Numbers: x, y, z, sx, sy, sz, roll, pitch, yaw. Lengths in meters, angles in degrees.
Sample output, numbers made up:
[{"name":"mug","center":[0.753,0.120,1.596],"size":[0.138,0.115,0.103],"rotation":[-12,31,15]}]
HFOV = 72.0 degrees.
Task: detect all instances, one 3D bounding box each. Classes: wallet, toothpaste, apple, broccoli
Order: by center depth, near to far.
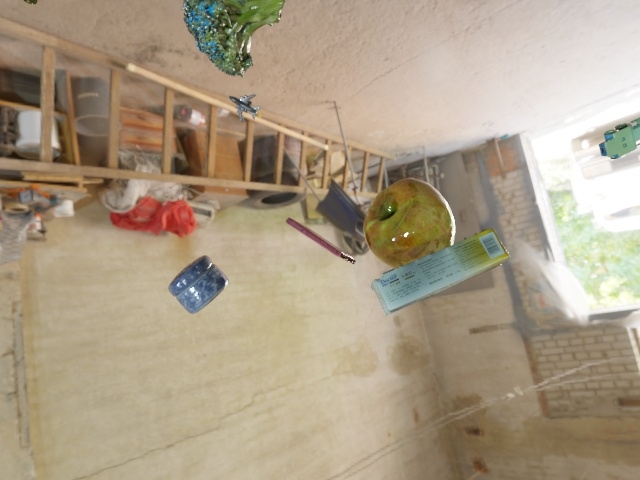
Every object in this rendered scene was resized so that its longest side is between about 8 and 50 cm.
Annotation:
[{"name":"broccoli","center":[-0.135,-0.356,0.694],"size":[0.160,0.167,0.154],"rotation":[-7,172,-7]},{"name":"toothpaste","center":[0.273,0.071,1.012],"size":[0.312,0.089,0.071],"rotation":[-22,164,-8]},{"name":"apple","center":[0.249,-0.035,1.218],"size":[0.226,0.246,0.246],"rotation":[33,145,-32]},{"name":"wallet","center":[0.000,0.000,1.382],"size":[0.232,0.025,0.119],"rotation":[33,-179,29]}]

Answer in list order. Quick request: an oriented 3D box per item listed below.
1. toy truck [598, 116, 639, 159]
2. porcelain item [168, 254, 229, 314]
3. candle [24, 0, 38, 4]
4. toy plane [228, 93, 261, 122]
[{"name":"toy truck","center":[0.661,-0.220,0.889],"size":[0.175,0.067,0.081],"rotation":[-26,-163,0]},{"name":"porcelain item","center":[-0.348,0.121,1.249],"size":[0.147,0.114,0.147],"rotation":[-38,-169,8]},{"name":"candle","center":[-1.005,-0.886,1.535],"size":[0.051,0.131,0.052],"rotation":[-8,156,-4]},{"name":"toy plane","center":[-0.198,-0.349,1.135],"size":[0.079,0.083,0.031],"rotation":[-57,-171,21]}]
